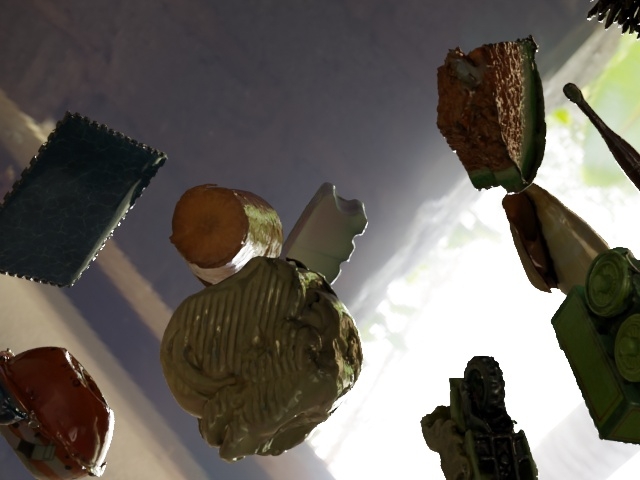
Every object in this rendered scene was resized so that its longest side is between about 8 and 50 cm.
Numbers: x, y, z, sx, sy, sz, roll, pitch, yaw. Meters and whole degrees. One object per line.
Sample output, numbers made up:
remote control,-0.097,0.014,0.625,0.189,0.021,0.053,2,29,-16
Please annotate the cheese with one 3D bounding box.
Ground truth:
cheese,-0.358,0.210,1.539,0.217,0.129,0.329,49,175,19

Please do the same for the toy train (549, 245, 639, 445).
toy train,0.414,0.136,1.566,0.159,0.188,0.271,10,-141,-21

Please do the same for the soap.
soap,0.000,0.000,2.557,0.115,0.208,0.347,31,-173,-4

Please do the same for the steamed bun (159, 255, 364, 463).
steamed bun,-0.073,0.180,1.772,0.268,0.280,0.207,57,-171,32

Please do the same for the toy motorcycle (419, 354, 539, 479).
toy motorcycle,0.299,0.423,2.217,0.169,0.237,0.410,4,-115,-20

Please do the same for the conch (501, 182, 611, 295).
conch,0.438,-0.001,2.250,0.255,0.158,0.127,59,-164,-4

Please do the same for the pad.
pad,-0.363,-0.050,1.755,0.012,0.269,0.270,41,-171,25

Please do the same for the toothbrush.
toothbrush,0.502,-0.107,1.903,0.364,0.041,0.041,50,-154,-3

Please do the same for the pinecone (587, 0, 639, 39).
pinecone,0.453,-0.371,1.759,0.165,0.162,0.163,4,-157,13

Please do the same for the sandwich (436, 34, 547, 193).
sandwich,0.272,-0.207,1.954,0.212,0.109,0.292,10,-113,-45

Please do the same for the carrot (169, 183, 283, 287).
carrot,-0.182,-0.013,2.109,0.196,0.196,0.254,48,-178,13
